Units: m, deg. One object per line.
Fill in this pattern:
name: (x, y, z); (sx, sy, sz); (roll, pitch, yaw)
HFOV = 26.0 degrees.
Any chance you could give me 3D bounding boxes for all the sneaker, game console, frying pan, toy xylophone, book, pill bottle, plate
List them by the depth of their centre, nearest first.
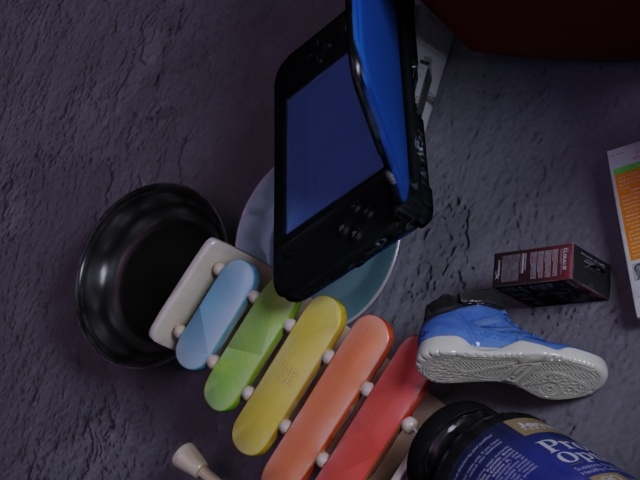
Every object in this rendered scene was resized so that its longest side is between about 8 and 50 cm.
pill bottle: (0.159, 0.201, 1.027); (0.219, 0.122, 0.123); (30, 93, 57)
book: (0.284, -0.016, 1.084); (0.096, 0.035, 0.144); (-19, 61, 31)
sneaker: (0.155, 0.078, 1.119); (0.152, 0.058, 0.085); (4, 44, 7)
game console: (-0.003, -0.140, 1.172); (0.250, 0.173, 0.293); (-34, 41, 34)
toy xylophone: (-0.026, 0.152, 1.231); (0.322, 0.081, 0.236); (27, 93, 35)
plate: (0.000, 0.000, 1.320); (0.188, 0.024, 0.188); (-9, 72, 32)
frying pan: (-0.118, 0.048, 1.399); (0.326, 0.053, 0.197); (12, 82, 32)

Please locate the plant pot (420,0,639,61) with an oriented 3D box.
plant pot: (0.228, -0.285, 1.108); (0.235, 0.267, 0.267); (22, 88, 30)

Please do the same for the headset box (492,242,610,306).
headset box: (0.191, 0.029, 1.125); (0.083, 0.062, 0.032); (-10, 66, 39)

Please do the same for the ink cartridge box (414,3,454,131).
ink cartridge box: (0.060, -0.152, 1.321); (0.099, 0.056, 0.135); (10, 79, 45)
